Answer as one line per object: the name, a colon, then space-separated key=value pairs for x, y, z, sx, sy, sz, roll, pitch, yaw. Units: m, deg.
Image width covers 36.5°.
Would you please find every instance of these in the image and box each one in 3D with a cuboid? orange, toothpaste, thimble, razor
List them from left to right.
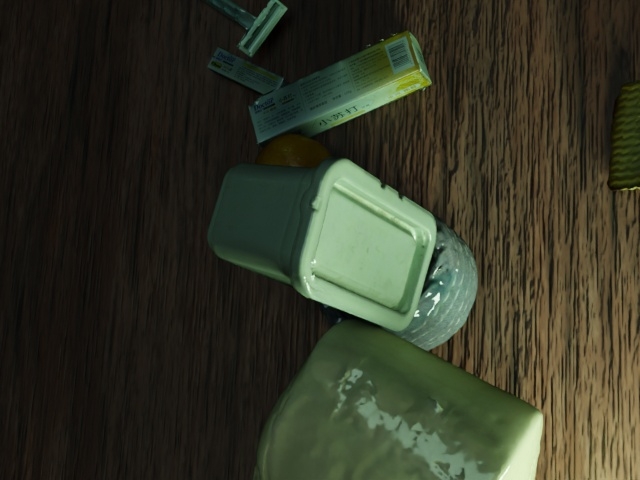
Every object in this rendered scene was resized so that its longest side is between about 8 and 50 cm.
razor: x=-0.182 y=-0.440 z=1.803 sx=0.278 sy=0.056 sz=0.111 roll=38 pitch=93 yaw=33
toothpaste: x=-0.128 y=-0.298 z=1.749 sx=0.164 sy=0.034 sz=0.046 roll=29 pitch=91 yaw=26
orange: x=-0.038 y=-0.101 z=1.618 sx=0.155 sy=0.134 sz=0.154 roll=-3 pitch=86 yaw=45
toothpaste: x=0.028 y=-0.249 z=1.650 sx=0.313 sy=0.071 sz=0.089 roll=-22 pitch=72 yaw=18
thimble: x=0.114 y=0.062 z=1.484 sx=0.236 sy=0.172 sz=0.205 roll=-36 pitch=63 yaw=14

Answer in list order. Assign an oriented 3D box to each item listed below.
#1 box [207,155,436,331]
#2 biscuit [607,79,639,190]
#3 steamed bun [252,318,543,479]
box: x=0.000 y=0.000 z=1.295 sx=0.183 sy=0.312 sz=0.175 roll=11 pitch=81 yaw=33
biscuit: x=0.517 y=-0.160 z=1.371 sx=0.254 sy=0.029 sz=0.172 roll=-4 pitch=75 yaw=57
steamed bun: x=0.099 y=0.363 z=1.348 sx=0.371 sy=0.290 sz=0.455 roll=26 pitch=106 yaw=27
